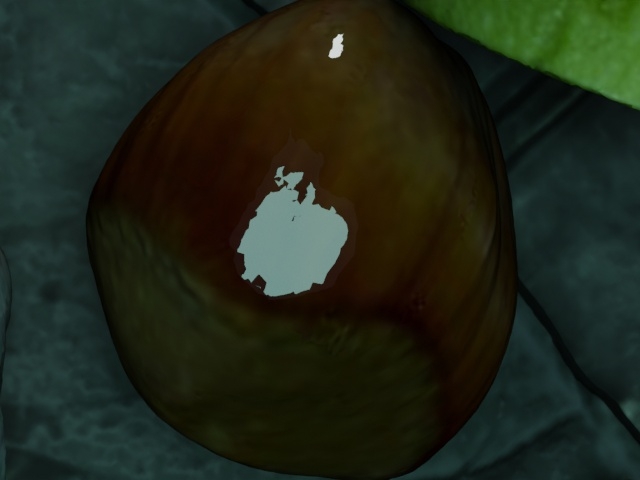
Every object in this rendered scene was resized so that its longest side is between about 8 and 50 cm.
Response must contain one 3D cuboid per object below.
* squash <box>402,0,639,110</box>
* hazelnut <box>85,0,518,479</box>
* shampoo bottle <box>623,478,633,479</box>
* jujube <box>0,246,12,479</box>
[{"bbox_3d":[0.162,-0.220,0.735,0.210,0.233,0.309,20,105,2],"label":"squash"},{"bbox_3d":[-0.008,-0.002,0.788,0.186,0.210,0.210,-25,99,15],"label":"hazelnut"},{"bbox_3d":[0.102,0.237,0.864,0.085,0.085,0.262,26,89,-12],"label":"shampoo bottle"},{"bbox_3d":[-0.277,0.045,0.715,0.317,0.226,0.226,16,91,-9],"label":"jujube"}]
